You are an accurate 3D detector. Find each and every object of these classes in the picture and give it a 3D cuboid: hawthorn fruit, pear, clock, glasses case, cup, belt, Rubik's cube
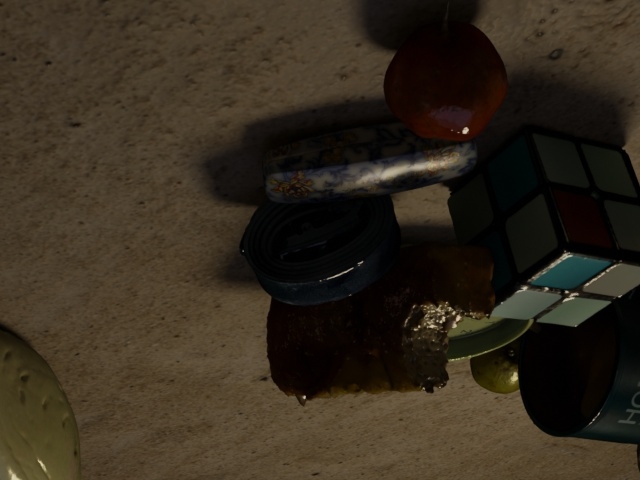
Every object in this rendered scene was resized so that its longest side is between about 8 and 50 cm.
[{"bbox_3d":[0.124,-0.168,1.217,0.125,0.140,0.125,-20,-172,3],"label":"hawthorn fruit"},{"bbox_3d":[0.296,0.196,1.943,0.107,0.107,0.131,-8,154,-6],"label":"pear"},{"bbox_3d":[0.204,0.093,1.727,0.308,0.096,0.235,1,148,-21],"label":"clock"},{"bbox_3d":[0.057,-0.090,1.372,0.248,0.065,0.087,-9,149,-3],"label":"glasses case"},{"bbox_3d":[0.494,0.166,1.831,0.292,0.307,0.242,13,170,-24],"label":"cup"},{"bbox_3d":[0.000,0.000,1.432,0.190,0.141,0.082,-23,149,-1],"label":"belt"},{"bbox_3d":[0.286,-0.013,1.477,0.180,0.183,0.167,11,143,-32],"label":"Rubik's cube"}]

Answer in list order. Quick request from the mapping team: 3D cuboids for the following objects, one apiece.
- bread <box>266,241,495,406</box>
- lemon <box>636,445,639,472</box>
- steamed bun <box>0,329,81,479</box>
[{"bbox_3d":[0.066,0.110,1.519,0.109,0.185,0.380,12,164,-36],"label":"bread"},{"bbox_3d":[0.749,0.442,2.413,0.219,0.240,0.240,-2,152,2],"label":"lemon"},{"bbox_3d":[-0.524,0.324,1.676,0.371,0.289,0.456,-14,152,2],"label":"steamed bun"}]
